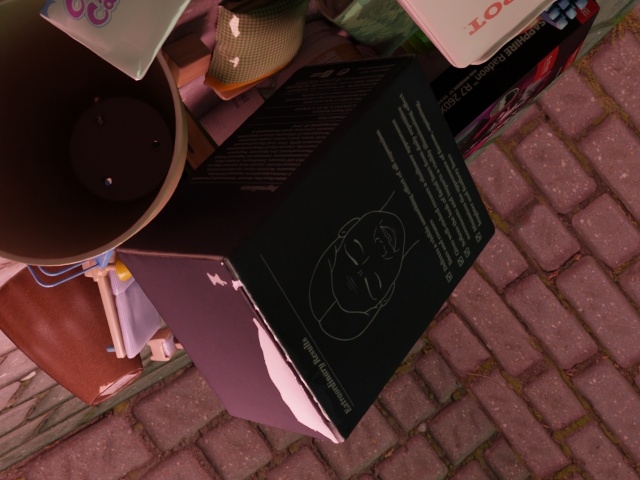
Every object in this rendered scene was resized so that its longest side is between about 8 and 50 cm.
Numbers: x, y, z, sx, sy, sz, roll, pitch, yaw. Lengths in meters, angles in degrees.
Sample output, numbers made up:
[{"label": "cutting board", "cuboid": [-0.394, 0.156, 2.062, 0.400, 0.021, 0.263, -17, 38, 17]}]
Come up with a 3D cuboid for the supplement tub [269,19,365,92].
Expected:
[{"label": "supplement tub", "cuboid": [0.021, -0.221, 1.529, 0.144, 0.199, 0.144, -36, 170, -7]}]

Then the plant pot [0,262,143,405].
[{"label": "plant pot", "cuboid": [-0.407, 0.156, 1.694, 0.215, 0.230, 0.215, -36, 171, -7]}]

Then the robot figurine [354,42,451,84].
[{"label": "robot figurine", "cuboid": [0.128, -0.260, 1.733, 0.353, 0.199, 0.300, -32, -159, -33]}]

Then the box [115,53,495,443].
[{"label": "box", "cuboid": [0.000, 0.000, 1.259, 0.212, 0.293, 0.395, 3, -138, 44]}]

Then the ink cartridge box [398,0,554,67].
[{"label": "ink cartridge box", "cuboid": [0.118, -0.369, 0.864, 0.279, 0.160, 0.385, -40, 144, 10]}]

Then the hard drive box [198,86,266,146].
[{"label": "hard drive box", "cuboid": [-0.149, -0.109, 1.501, 0.232, 0.181, 0.089, -37, 126, 5]}]

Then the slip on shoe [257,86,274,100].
[{"label": "slip on shoe", "cuboid": [-0.120, -0.150, 1.708, 0.123, 0.101, 0.331, 1, 146, -13]}]

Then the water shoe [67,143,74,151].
[{"label": "water shoe", "cuboid": [-0.302, -0.118, 1.250, 0.080, 0.073, 0.203, -50, 165, 33]}]

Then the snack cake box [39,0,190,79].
[{"label": "snack cake box", "cuboid": [-0.120, -0.253, 0.794, 0.152, 0.089, 0.264, -50, -163, 24]}]

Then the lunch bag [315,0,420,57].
[{"label": "lunch bag", "cuboid": [0.104, -0.378, 1.166, 0.287, 0.169, 0.235, -41, 168, 14]}]

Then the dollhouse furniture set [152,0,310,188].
[{"label": "dollhouse furniture set", "cuboid": [-0.099, -0.204, 1.326, 0.301, 0.151, 0.197, -33, 170, -24]}]

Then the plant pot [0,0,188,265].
[{"label": "plant pot", "cuboid": [-0.244, -0.108, 1.063, 0.256, 0.256, 0.274, -38, 178, 4]}]

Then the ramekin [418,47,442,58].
[{"label": "ramekin", "cuboid": [0.209, -0.402, 1.568, 0.273, 0.127, 0.273, -36, 171, -7]}]

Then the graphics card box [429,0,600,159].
[{"label": "graphics card box", "cuboid": [0.244, -0.221, 1.515, 0.371, 0.094, 0.233, -40, 170, -3]}]

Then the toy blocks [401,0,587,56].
[{"label": "toy blocks", "cuboid": [0.269, -0.372, 1.308, 0.381, 0.191, 0.261, -45, -149, 8]}]

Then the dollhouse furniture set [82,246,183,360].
[{"label": "dollhouse furniture set", "cuboid": [-0.222, 0.093, 1.621, 0.198, 0.286, 0.303, -4, -160, 15]}]

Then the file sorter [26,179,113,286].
[{"label": "file sorter", "cuboid": [-0.351, -0.027, 1.372, 0.104, 0.118, 0.170, -28, 167, -33]}]
